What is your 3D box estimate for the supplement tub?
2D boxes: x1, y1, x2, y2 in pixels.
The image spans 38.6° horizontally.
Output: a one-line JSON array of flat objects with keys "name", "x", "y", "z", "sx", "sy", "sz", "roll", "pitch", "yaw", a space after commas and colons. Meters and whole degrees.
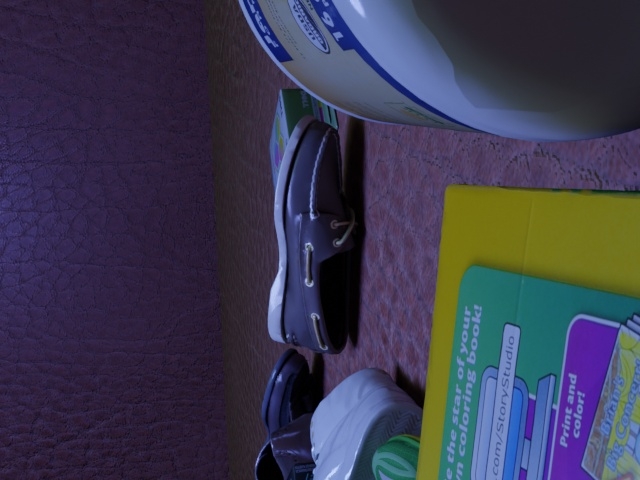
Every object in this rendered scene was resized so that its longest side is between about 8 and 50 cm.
[{"name": "supplement tub", "x": 0.071, "y": -0.172, "z": 0.485, "sx": 0.316, "sy": 0.228, "sz": 0.228, "roll": -146, "pitch": 53, "yaw": -75}]

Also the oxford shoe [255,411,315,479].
[{"name": "oxford shoe", "x": -0.037, "y": 0.343, "z": 1.362, "sx": 0.363, "sy": 0.133, "sz": 0.130, "roll": 103, "pitch": 159, "yaw": -54}]

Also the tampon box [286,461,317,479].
[{"name": "tampon box", "x": 0.029, "y": 0.351, "z": 1.089, "sx": 0.101, "sy": 0.121, "sz": 0.161, "roll": 106, "pitch": 157, "yaw": -60}]

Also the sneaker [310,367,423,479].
[{"name": "sneaker", "x": 0.023, "y": 0.283, "z": 1.010, "sx": 0.292, "sy": 0.108, "sz": 0.169, "roll": -62, "pitch": 14, "yaw": 6}]

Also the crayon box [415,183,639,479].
[{"name": "crayon box", "x": 0.142, "y": 0.162, "z": 0.388, "sx": 0.313, "sy": 0.106, "sz": 0.362, "roll": -166, "pitch": 81, "yaw": -73}]

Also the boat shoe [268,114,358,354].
[{"name": "boat shoe", "x": 0.000, "y": 0.000, "z": 1.179, "sx": 0.116, "sy": 0.097, "sz": 0.324, "roll": -35, "pitch": -44, "yaw": -55}]

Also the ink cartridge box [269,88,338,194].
[{"name": "ink cartridge box", "x": -0.030, "y": -0.152, "z": 1.346, "sx": 0.209, "sy": 0.062, "sz": 0.109, "roll": 111, "pitch": 153, "yaw": -62}]

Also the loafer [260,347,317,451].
[{"name": "loafer", "x": -0.037, "y": 0.306, "z": 1.506, "sx": 0.109, "sy": 0.095, "sz": 0.302, "roll": -44, "pitch": -30, "yaw": -46}]

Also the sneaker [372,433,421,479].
[{"name": "sneaker", "x": 0.088, "y": 0.290, "z": 0.788, "sx": 0.295, "sy": 0.124, "sz": 0.109, "roll": -107, "pitch": 19, "yaw": -47}]
